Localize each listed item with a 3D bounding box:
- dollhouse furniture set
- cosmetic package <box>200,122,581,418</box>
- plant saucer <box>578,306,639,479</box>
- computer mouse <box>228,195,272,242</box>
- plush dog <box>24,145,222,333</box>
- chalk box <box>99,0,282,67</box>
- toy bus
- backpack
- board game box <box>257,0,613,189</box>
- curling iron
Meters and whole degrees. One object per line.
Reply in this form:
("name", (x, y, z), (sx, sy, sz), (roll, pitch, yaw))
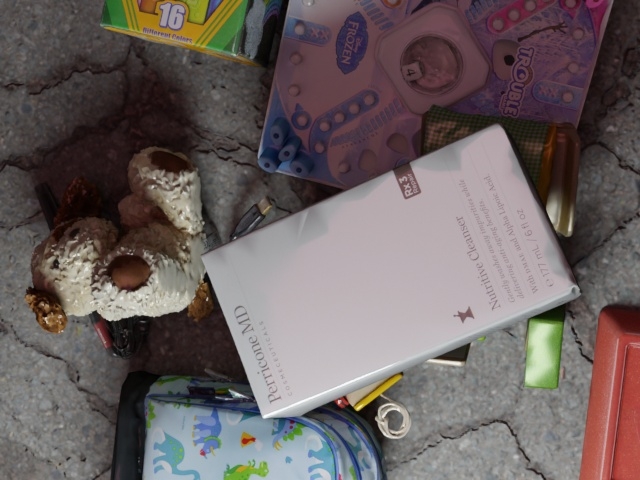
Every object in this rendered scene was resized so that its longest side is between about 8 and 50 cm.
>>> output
("dollhouse furniture set", (0.206, 0.007, 1.835), (0.198, 0.151, 0.301), (6, 117, 11))
("cosmetic package", (0.083, 0.041, 1.745), (0.385, 0.156, 0.217), (-25, 80, 9))
("plant saucer", (0.468, 0.228, 1.903), (0.259, 0.048, 0.259), (7, 94, 10))
("computer mouse", (0.000, 0.000, 1.959), (0.262, 0.060, 0.184), (-41, 88, 32))
("plush dog", (-0.269, 0.028, 1.966), (0.225, 0.210, 0.262), (0, 51, 17))
("chalk box", (-0.132, -0.373, 1.821), (0.179, 0.180, 0.288), (13, 94, 10))
("toy bus", (0.038, 0.130, 1.889), (0.191, 0.104, 0.202), (8, 92, 12))
("backpack", (-0.092, 0.313, 1.928), (0.356, 0.273, 0.290), (6, 82, -2))
("board game box", (0.139, -0.219, 1.875), (0.390, 0.050, 0.389), (15, 112, 6))
("curling iron", (-0.317, 0.041, 2.052), (0.068, 0.035, 0.274), (-31, 81, -11))
